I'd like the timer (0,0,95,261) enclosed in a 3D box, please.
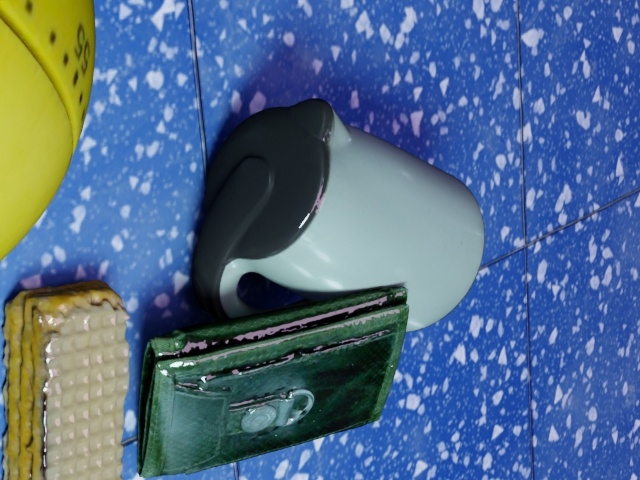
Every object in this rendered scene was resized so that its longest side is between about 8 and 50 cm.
[{"bbox_3d":[-0.301,-0.071,0.685,0.376,0.376,0.386,43,58,-45],"label":"timer"}]

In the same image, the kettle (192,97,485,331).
[{"bbox_3d":[0.000,0.000,1.220,0.221,0.161,0.236,-50,142,13],"label":"kettle"}]

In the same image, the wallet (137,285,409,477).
[{"bbox_3d":[-0.038,0.125,1.173,0.236,0.055,0.160,-9,134,-23],"label":"wallet"}]

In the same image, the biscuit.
[{"bbox_3d":[-0.201,0.221,1.088,0.094,0.054,0.378,-9,104,-50],"label":"biscuit"}]
